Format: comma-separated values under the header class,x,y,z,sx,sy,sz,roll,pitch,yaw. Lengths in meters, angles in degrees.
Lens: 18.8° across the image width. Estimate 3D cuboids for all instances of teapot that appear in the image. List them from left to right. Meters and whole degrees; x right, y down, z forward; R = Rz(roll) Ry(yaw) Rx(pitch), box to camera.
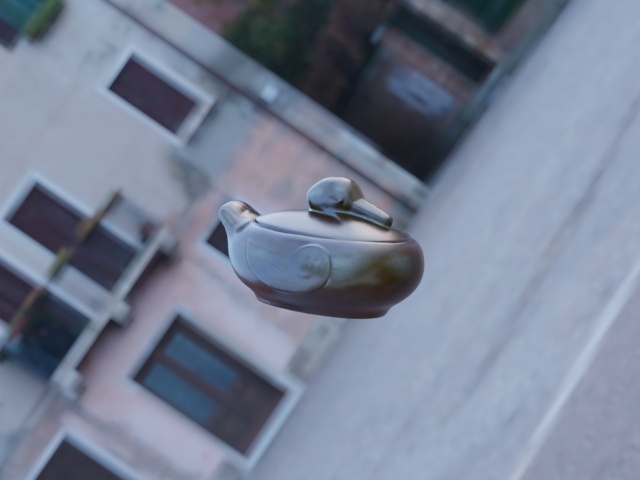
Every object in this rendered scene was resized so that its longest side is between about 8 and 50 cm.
class,x,y,z,sx,sy,sz,roll,pitch,yaw
teapot,0.000,0.000,1.137,0.098,0.129,0.078,-7,-76,-58
